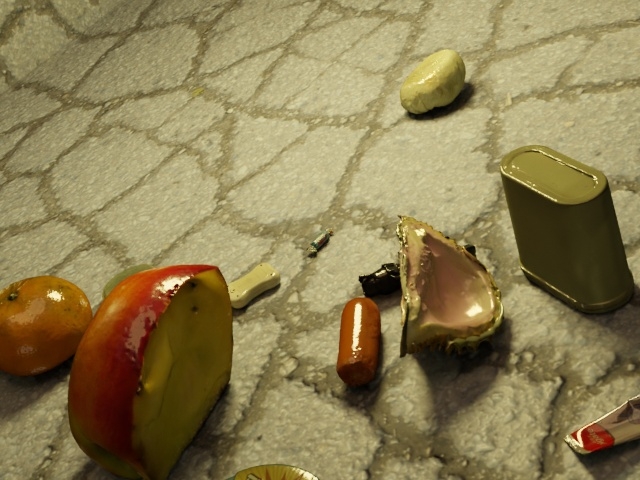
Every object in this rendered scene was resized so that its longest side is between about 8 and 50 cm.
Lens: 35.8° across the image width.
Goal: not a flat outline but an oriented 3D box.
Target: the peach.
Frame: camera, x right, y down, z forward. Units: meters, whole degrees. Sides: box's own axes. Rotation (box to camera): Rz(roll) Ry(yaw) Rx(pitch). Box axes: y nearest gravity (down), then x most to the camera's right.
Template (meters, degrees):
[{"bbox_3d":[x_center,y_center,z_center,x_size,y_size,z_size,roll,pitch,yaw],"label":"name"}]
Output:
[{"bbox_3d":[-0.312,0.212,1.781,0.242,0.306,0.380,12,51,30],"label":"peach"}]

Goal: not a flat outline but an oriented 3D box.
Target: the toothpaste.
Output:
[{"bbox_3d":[0.515,0.247,1.495,0.301,0.048,0.075,-26,38,-3],"label":"toothpaste"}]

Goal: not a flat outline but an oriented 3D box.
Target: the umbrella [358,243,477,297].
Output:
[{"bbox_3d":[0.190,0.054,1.927,0.235,0.059,0.066,-18,-8,-1],"label":"umbrella"}]

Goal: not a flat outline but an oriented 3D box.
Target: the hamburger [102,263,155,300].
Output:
[{"bbox_3d":[-0.409,0.109,2.175,0.140,0.062,0.133,-24,30,0],"label":"hamburger"}]

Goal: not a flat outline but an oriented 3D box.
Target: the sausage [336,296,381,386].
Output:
[{"bbox_3d":[0.071,0.184,1.798,0.076,0.076,0.198,-11,37,15],"label":"sausage"}]

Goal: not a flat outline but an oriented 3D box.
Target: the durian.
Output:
[{"bbox_3d":[0.229,0.107,1.761,0.195,0.186,0.305,1,41,0],"label":"durian"}]

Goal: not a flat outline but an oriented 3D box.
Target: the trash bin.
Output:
[{"bbox_3d":[0.427,-0.021,1.733,0.121,0.247,0.243,-33,37,-14],"label":"trash bin"}]

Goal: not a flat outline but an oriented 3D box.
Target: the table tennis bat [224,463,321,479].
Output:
[{"bbox_3d":[-0.131,0.447,1.581,0.329,0.044,0.215,-3,40,23],"label":"table tennis bat"}]

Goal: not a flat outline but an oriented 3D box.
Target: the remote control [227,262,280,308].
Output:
[{"bbox_3d":[-0.144,0.095,2.074,0.122,0.032,0.074,-32,36,-14],"label":"remote control"}]

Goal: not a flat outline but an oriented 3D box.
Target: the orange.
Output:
[{"bbox_3d":[-0.605,0.173,2.095,0.240,0.171,0.240,-14,34,9],"label":"orange"}]

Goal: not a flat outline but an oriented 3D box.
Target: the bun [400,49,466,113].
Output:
[{"bbox_3d":[0.280,-0.384,2.444,0.164,0.111,0.188,-9,35,49],"label":"bun"}]

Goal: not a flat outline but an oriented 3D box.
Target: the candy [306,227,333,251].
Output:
[{"bbox_3d":[0.000,0.000,2.136,0.030,0.020,0.083,13,45,40],"label":"candy"}]
